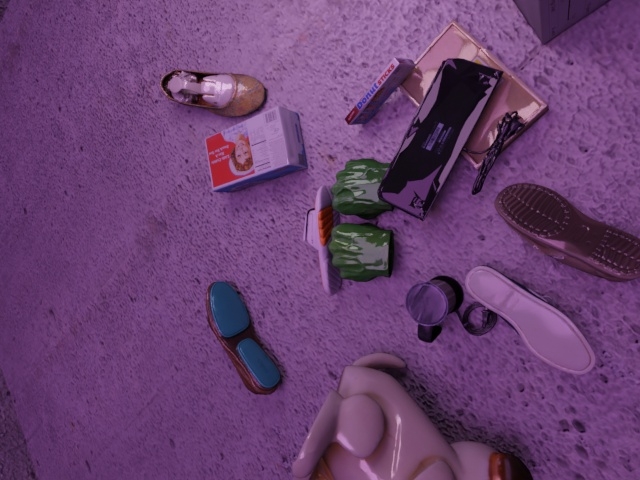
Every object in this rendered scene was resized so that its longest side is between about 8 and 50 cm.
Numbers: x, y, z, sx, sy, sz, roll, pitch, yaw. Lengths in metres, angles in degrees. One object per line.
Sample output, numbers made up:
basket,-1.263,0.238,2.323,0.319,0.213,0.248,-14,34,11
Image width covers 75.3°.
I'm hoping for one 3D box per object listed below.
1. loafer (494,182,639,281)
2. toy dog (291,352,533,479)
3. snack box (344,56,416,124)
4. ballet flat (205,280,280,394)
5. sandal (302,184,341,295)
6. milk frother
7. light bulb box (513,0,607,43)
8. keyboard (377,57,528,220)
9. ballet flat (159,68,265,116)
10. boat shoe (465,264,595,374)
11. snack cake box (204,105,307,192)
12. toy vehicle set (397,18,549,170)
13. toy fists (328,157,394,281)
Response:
loafer,0.431,-0.008,0.741,0.102,0.092,0.268,-42,53,-3
toy dog,0.177,0.447,0.798,0.408,0.395,0.284,25,124,13
snack box,0.126,-0.318,0.898,0.178,0.064,0.022,-43,73,44
ballet flat,-0.232,0.279,1.150,0.342,0.116,0.124,54,135,14
sandal,-0.005,0.001,0.995,0.076,0.102,0.265,-2,93,28
milk frother,0.261,0.135,0.821,0.143,0.135,0.129,-11,87,31
light bulb box,0.425,-0.535,0.574,0.361,0.358,0.225,-32,78,27
keyboard,0.262,-0.186,0.814,0.202,0.033,0.317,31,102,24
ballet flat,-0.318,-0.420,1.162,0.349,0.123,0.123,17,100,29
boat shoe,0.388,0.140,0.778,0.254,0.079,0.095,38,112,27
snack cake box,-0.176,-0.231,1.098,0.264,0.089,0.152,-12,87,31
toy vehicle set,0.297,-0.295,0.843,0.166,0.035,0.267,-44,70,24
toy fists,0.095,-0.046,0.941,0.142,0.096,0.279,3,92,18
